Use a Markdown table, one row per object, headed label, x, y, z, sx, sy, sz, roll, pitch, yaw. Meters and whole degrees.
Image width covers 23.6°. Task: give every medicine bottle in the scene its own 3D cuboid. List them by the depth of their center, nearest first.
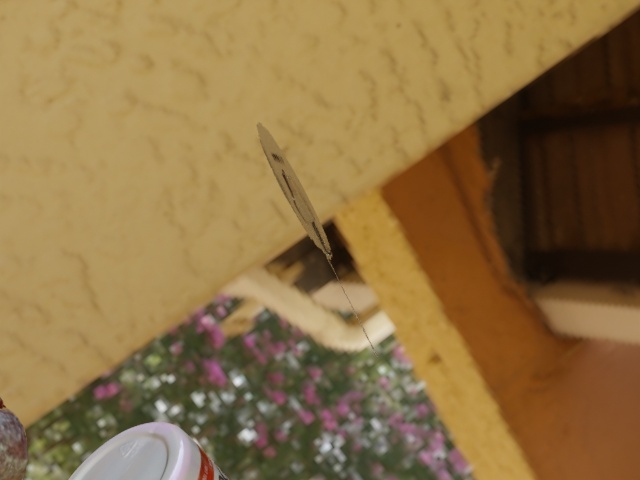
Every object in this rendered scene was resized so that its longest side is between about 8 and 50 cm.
| label | x | y | z | sx | sy | sz | roll | pitch | yaw |
| --- | --- | --- | --- | --- | --- | --- | --- | --- | --- |
| medicine bottle | -0.227 | 0.423 | 2.193 | 0.241 | 0.252 | 0.252 | 53 | -17 | -28 |

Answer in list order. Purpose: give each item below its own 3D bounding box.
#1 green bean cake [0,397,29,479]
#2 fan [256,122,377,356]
| label | x | y | z | sx | sy | sz | roll | pitch | yaw |
| --- | --- | --- | --- | --- | --- | --- | --- | --- | --- |
| green bean cake | -0.354 | 0.217 | 1.353 | 0.198 | 0.097 | 0.233 | 32 | -71 | 37 |
| fan | 0.001 | 0.000 | 1.865 | 0.329 | 0.009 | 0.191 | 63 | -8 | -11 |
